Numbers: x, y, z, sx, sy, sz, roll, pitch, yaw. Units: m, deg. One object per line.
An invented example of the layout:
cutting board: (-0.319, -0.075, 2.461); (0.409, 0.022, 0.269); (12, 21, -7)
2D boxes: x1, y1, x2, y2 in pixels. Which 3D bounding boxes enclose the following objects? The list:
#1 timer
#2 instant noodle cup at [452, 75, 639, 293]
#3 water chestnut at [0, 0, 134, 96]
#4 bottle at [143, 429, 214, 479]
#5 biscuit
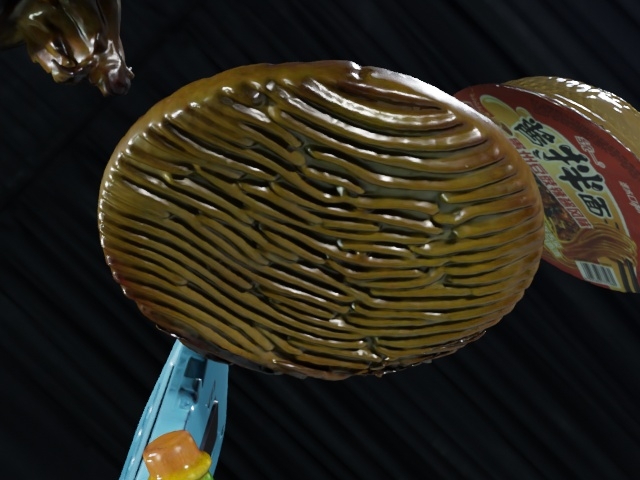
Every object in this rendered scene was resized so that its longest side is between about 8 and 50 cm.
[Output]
timer: (-0.147, 0.194, 1.182); (0.250, 0.091, 0.231); (102, -177, -47)
instant noodle cup: (0.248, -0.072, 1.216); (0.090, 0.274, 0.274); (-49, 10, -21)
water chestnut: (-0.234, -0.262, 1.010); (0.335, 0.347, 0.335); (-39, -3, -3)
bottle: (-0.067, 0.213, 0.843); (0.069, 0.187, 0.069); (-22, 10, 4)
biscuit: (0.000, 0.000, 0.911); (0.318, 0.318, 0.040); (-39, 35, 36)
